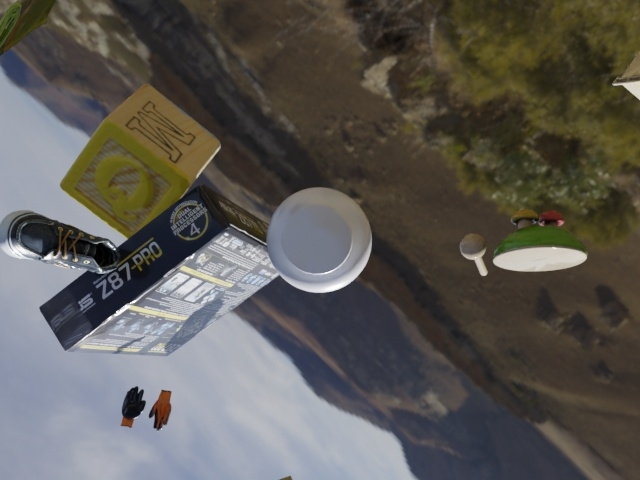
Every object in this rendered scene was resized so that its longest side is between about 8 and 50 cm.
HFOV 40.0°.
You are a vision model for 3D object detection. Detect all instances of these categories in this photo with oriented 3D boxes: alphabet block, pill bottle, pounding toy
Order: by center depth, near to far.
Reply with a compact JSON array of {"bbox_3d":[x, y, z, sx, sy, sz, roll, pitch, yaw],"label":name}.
[{"bbox_3d":[0.000,0.000,1.264,0.146,0.146,0.264,45,-178,2],"label":"pill bottle"},{"bbox_3d":[-0.334,-0.144,1.657,0.193,0.192,0.197,37,-151,-9],"label":"alphabet block"},{"bbox_3d":[0.412,-0.009,1.773,0.237,0.110,0.183,-6,162,24],"label":"pounding toy"}]

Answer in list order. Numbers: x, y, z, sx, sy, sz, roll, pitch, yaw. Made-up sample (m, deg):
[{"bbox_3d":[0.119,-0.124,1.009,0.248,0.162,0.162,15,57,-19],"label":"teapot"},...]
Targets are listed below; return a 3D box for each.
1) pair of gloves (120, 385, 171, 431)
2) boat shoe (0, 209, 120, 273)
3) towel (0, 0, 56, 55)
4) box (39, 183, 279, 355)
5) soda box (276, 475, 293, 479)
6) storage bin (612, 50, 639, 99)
[{"bbox_3d":[-0.297,0.287,1.503,0.083,0.074,0.010,12,-176,-18],"label":"pair of gloves"},{"bbox_3d":[-0.346,0.003,1.187,0.083,0.065,0.183,9,174,20],"label":"boat shoe"},{"bbox_3d":[-0.402,-0.312,1.221,0.021,0.102,0.237,36,-156,-15],"label":"towel"},{"bbox_3d":[-0.231,0.070,1.474,0.097,0.318,0.395,53,-174,15],"label":"box"},{"bbox_3d":[-0.102,0.554,1.806,0.058,0.061,0.181,60,143,29],"label":"soda box"},{"bbox_3d":[0.531,-0.263,1.069,0.123,0.262,0.260,36,-179,-11],"label":"storage bin"}]
